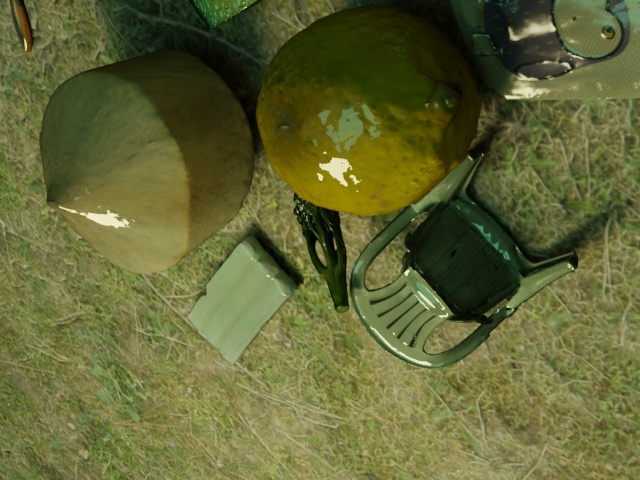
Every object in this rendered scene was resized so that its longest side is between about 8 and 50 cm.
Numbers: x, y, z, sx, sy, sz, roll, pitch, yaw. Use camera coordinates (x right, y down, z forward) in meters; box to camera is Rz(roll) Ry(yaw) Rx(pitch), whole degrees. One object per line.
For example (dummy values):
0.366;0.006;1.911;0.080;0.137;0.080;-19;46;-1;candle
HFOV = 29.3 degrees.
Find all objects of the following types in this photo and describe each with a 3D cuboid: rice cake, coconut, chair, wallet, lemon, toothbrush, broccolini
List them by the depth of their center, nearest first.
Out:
0.258;-0.297;1.334;0.275;0.068;0.335;-6;115;39;wallet
0.058;-0.156;1.449;0.310;0.253;0.253;-8;113;58;lemon
0.160;0.043;1.560;0.203;0.190;0.274;47;164;5;chair
-0.249;-0.109;1.681;0.329;0.329;0.328;20;128;28;coconut
0.014;0.005;1.688;0.091;0.068;0.202;-26;72;35;broccolini
-0.478;-0.438;1.861;0.031;0.023;0.321;17;126;39;toothbrush
-0.125;0.092;1.914;0.127;0.043;0.237;46;135;4;rice cake

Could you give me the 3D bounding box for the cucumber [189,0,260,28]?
-0.162;-0.398;1.605;0.115;0.063;0.244;-35;93;39;cucumber
